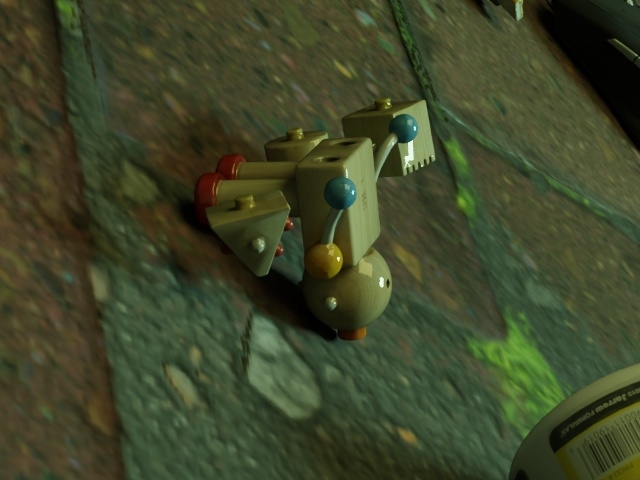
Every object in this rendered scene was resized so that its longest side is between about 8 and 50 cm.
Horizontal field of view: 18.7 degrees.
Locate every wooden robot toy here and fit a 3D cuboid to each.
[{"bbox_3d":[0.000,0.000,0.774,0.173,0.076,0.079,-45,126,-65],"label":"wooden robot toy"}]

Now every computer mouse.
[{"bbox_3d":[0.182,-0.134,1.232,0.184,0.060,0.262,5,46,-55],"label":"computer mouse"}]

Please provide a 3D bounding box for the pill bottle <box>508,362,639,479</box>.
[{"bbox_3d":[0.148,0.141,0.716,0.103,0.103,0.184,19,36,-44],"label":"pill bottle"}]
